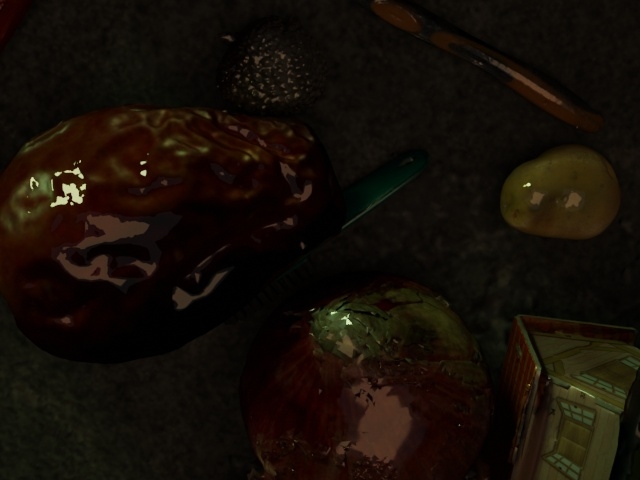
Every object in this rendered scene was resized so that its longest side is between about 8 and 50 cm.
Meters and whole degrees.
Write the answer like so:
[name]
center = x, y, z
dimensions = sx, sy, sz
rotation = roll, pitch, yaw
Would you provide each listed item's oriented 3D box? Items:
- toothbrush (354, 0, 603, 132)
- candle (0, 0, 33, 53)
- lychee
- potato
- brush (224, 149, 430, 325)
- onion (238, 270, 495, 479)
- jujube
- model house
[toothbrush]
center = 0.061, -0.154, 0.972
dimensions = 0.321, 0.031, 0.023
rotation = 30, 133, -11
[candle]
center = -0.215, -0.163, 0.934
dimensions = 0.052, 0.052, 0.131
rotation = 33, 99, -11
[lychee]
center = -0.035, -0.116, 0.956
dimensions = 0.083, 0.068, 0.067
rotation = 23, 140, -12
[potato]
center = 0.168, -0.032, 0.994
dimensions = 0.083, 0.062, 0.068
rotation = -8, 75, -32
[brush]
center = 0.000, 0.000, 0.998
dimensions = 0.193, 0.043, 0.032
rotation = -33, 122, 1
[onion]
center = 0.024, 0.096, 0.947
dimensions = 0.184, 0.184, 0.147
rotation = -26, 147, 1
[jujube]
center = -0.100, -0.012, 0.927
dimensions = 0.236, 0.168, 0.168
rotation = -16, 104, -5
[model house]
center = 0.199, 0.159, 1.020
dimensions = 0.207, 0.154, 0.294
rotation = -12, 120, -47
